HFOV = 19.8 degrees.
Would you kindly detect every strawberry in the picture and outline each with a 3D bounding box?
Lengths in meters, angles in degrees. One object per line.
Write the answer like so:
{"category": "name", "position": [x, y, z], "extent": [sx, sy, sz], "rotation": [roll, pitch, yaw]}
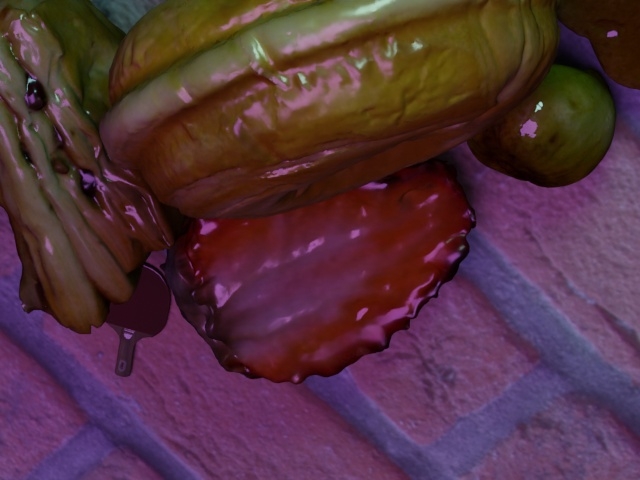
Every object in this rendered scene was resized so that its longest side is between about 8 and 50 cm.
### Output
{"category": "strawberry", "position": [0.000, 0.000, 1.965], "extent": [0.336, 0.149, 0.265], "rotation": [-26, 121, 12]}

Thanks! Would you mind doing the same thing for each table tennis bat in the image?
{"category": "table tennis bat", "position": [-0.221, 0.092, 2.153], "extent": [0.087, 0.013, 0.156], "rotation": [14, 117, 7]}

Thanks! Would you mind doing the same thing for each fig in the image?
{"category": "fig", "position": [0.221, -0.115, 1.851], "extent": [0.153, 0.136, 0.120], "rotation": [3, 79, -14]}

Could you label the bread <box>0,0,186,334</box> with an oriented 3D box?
{"category": "bread", "position": [-0.245, -0.115, 1.904], "extent": [0.192, 0.314, 0.370], "rotation": [-13, 111, 3]}

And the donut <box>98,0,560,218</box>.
{"category": "donut", "position": [0.013, -0.154, 1.680], "extent": [0.449, 0.449, 0.198], "rotation": [-22, 86, 25]}

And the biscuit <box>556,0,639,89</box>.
{"category": "biscuit", "position": [0.393, -0.255, 1.705], "extent": [0.381, 0.074, 0.359], "rotation": [28, 139, -25]}
